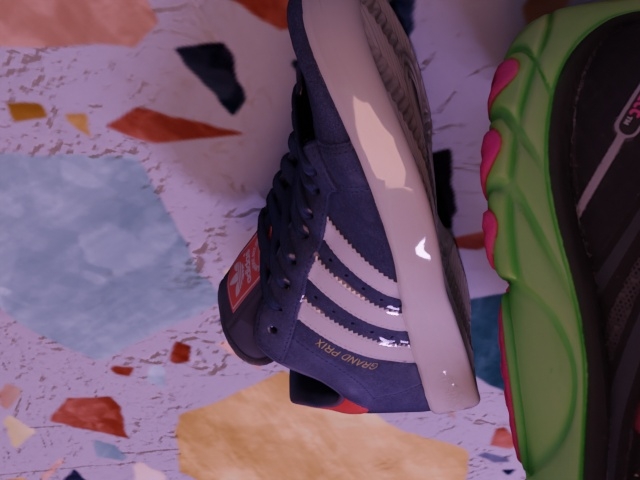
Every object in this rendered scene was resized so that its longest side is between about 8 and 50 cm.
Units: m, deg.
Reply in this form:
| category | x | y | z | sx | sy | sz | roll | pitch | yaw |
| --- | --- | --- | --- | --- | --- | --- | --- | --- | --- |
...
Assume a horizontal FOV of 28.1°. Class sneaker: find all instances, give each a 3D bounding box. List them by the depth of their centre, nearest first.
| category | x | y | z | sx | sy | sz | roll | pitch | yaw |
| --- | --- | --- | --- | --- | --- | --- | --- | --- | --- |
| sneaker | 0.200 | 0.114 | 0.628 | 0.202 | 0.482 | 0.185 | -7 | -179 | 15 |
| sneaker | 0.000 | 0.000 | 0.741 | 0.148 | 0.131 | 0.350 | -8 | 138 | 9 |
